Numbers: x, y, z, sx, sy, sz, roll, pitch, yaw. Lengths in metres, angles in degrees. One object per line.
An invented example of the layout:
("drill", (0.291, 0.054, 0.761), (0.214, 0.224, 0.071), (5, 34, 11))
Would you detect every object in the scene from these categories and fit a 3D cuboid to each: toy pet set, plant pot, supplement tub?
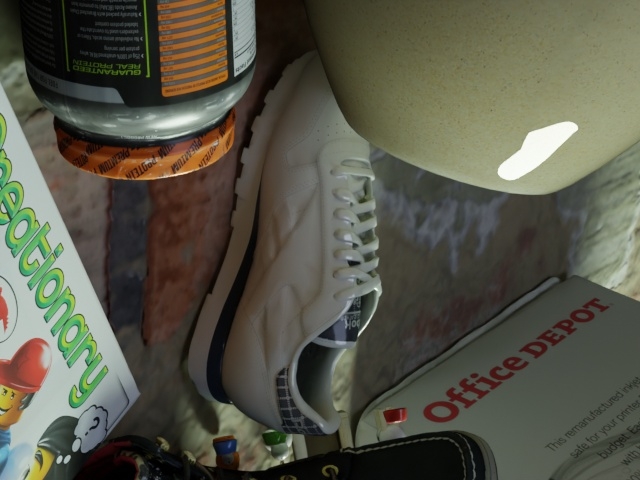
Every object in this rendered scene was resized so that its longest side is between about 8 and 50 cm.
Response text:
("toy pet set", (-0.004, 0.147, 1.188), (0.114, 0.122, 0.065), (143, -63, -85))
("plant pot", (0.104, -0.136, 1.036), (0.284, 0.284, 0.191), (-7, 119, -52))
("supplement tub", (-0.090, -0.133, 0.906), (0.117, 0.117, 0.190), (-30, 131, -42))

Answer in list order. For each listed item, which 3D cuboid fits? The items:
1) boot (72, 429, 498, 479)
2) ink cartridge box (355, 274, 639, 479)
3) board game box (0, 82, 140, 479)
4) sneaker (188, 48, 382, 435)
("boot", (-0.033, 0.155, 1.076), (0.179, 0.236, 0.085), (33, 40, -51))
("ink cartridge box", (0.258, 0.204, 1.322), (0.285, 0.395, 0.166), (-29, 132, -43))
("board game box", (-0.195, 0.055, 0.884), (0.193, 0.053, 0.305), (-53, 151, -25))
("sneaker", (0.000, 0.000, 1.122), (0.090, 0.095, 0.235), (4, 101, -52))
